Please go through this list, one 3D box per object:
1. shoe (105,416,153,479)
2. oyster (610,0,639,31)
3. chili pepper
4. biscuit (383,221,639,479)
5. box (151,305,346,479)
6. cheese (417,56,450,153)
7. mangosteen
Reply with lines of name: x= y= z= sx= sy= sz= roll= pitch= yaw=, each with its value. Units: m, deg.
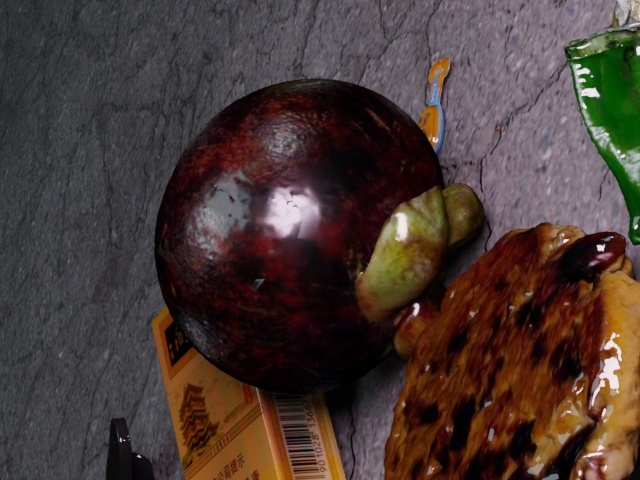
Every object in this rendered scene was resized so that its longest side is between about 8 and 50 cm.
shoe: x=-0.212 y=0.264 z=2.171 sx=0.179 sy=0.049 sz=0.071 roll=100 pitch=158 yaw=-48
oyster: x=0.245 y=-0.165 z=1.508 sx=0.098 sy=0.037 sz=0.100 roll=-109 pitch=18 yaw=-81
chili pepper: x=0.239 y=-0.080 z=1.395 sx=0.108 sy=0.062 sz=0.216 roll=-9 pitch=62 yaw=18
biscuit: x=0.152 y=0.128 z=1.432 sx=0.334 sy=0.081 sz=0.289 roll=-20 pitch=51 yaw=62
box: x=-0.071 y=0.161 z=1.812 sx=0.174 sy=0.076 sz=0.274 roll=-44 pitch=53 yaw=47
cheese: x=0.105 y=-0.119 z=1.788 sx=0.047 sy=0.017 sz=0.111 roll=-21 pitch=54 yaw=57
mangosteen: x=0.000 y=0.000 z=1.651 sx=0.288 sy=0.288 sz=0.288 roll=-46 pitch=35 yaw=46
